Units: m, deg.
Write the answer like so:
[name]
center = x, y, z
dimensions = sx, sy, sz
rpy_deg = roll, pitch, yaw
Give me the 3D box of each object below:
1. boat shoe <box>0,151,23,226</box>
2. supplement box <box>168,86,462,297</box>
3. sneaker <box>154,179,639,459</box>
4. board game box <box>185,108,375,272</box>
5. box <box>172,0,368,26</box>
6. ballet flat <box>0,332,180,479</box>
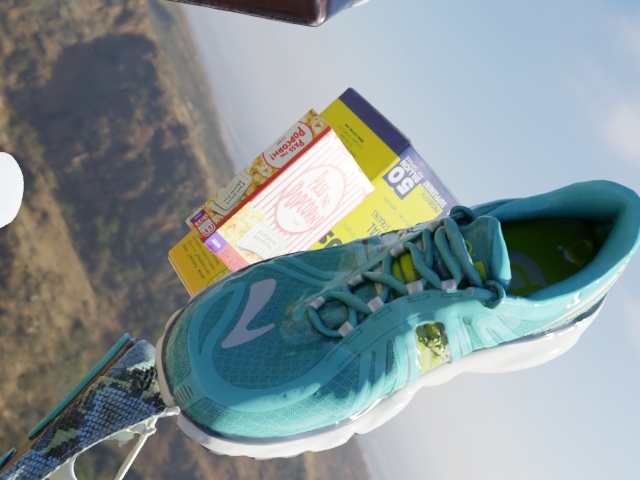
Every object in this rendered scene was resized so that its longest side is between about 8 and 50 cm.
[boat shoe]
center = -0.552, -0.027, 1.711
dimensions = 0.301, 0.102, 0.108
rpy_deg = -70, 144, -46
[supplement box]
center = 0.000, 0.000, 1.585
dimensions = 0.194, 0.356, 0.195
rpy_deg = 45, 4, -38
[sneaker]
center = 0.046, 0.024, 0.578
dimensions = 0.107, 0.275, 0.110
rpy_deg = 63, -27, 19
[board game box]
center = -0.043, -0.042, 1.328
dimensions = 0.045, 0.193, 0.147
rpy_deg = 48, 0, 35
[box]
center = -0.043, -0.232, 0.566
dimensions = 0.168, 0.167, 0.203
rpy_deg = -51, 150, -64
[ballet flat]
center = -0.156, 0.135, 0.647
dimensions = 0.070, 0.188, 0.070
rpy_deg = 48, 2, -2
